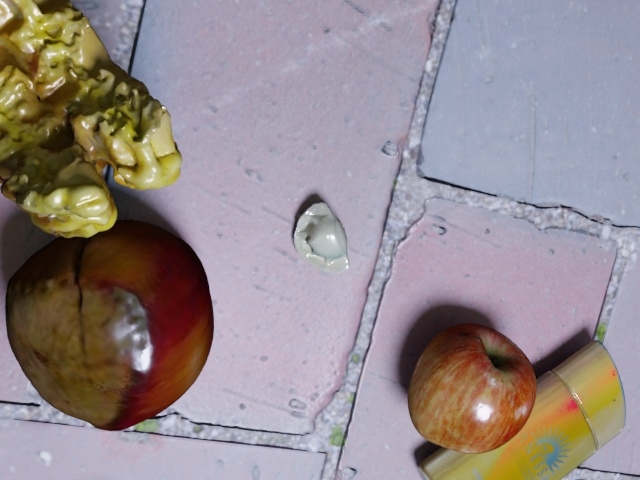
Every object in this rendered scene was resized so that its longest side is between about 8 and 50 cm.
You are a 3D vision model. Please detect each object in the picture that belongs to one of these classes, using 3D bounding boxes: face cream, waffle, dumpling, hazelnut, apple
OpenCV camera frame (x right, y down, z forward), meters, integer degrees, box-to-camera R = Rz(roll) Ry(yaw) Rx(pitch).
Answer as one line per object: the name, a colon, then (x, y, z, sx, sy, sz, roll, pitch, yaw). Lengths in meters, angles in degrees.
face cream: (0.269, 0.257, 0.891, 0.285, 0.067, 0.139, -33, 109, -9)
waffle: (-0.251, -0.153, 0.563, 0.151, 0.261, 0.324, -36, 110, -16)
dumpling: (0.000, -0.001, 0.781, 0.059, 0.043, 0.077, -22, 122, 5)
hazelnut: (-0.187, 0.067, 0.674, 0.208, 0.208, 0.208, -3, 100, -16)
apple: (0.172, 0.174, 0.809, 0.146, 0.146, 0.131, 17, 117, -19)
